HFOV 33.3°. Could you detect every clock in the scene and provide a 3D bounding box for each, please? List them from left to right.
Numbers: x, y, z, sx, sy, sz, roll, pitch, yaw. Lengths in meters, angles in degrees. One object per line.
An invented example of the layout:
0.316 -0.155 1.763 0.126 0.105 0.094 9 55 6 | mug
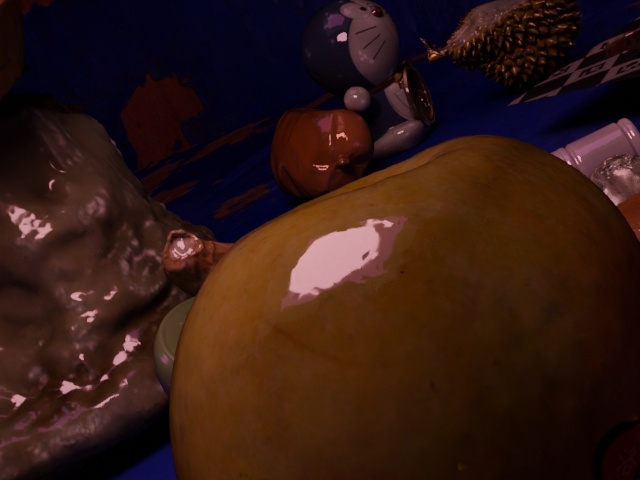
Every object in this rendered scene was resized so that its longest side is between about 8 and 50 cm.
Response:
0.069 -0.245 1.600 0.147 0.243 0.199 -22 15 29 | clock

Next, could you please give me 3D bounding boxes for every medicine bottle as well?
0.241 -0.065 0.943 0.089 0.057 0.057 -26 13 4 | medicine bottle

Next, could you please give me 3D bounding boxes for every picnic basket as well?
0.231 -0.024 0.800 0.065 0.083 0.083 -30 -27 16 | picnic basket

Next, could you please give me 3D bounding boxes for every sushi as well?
0.400 -0.207 1.189 0.294 0.059 0.292 -33 14 -28 | sushi

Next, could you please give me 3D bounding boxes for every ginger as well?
0.000 0.000 0.947 0.295 0.086 0.131 -12 -23 -30 | ginger

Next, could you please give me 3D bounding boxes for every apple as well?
0.043 0.064 0.513 0.261 0.193 0.261 -24 6 3 | apple

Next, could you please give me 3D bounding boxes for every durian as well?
0.278 -0.285 1.573 0.237 0.137 0.193 -24 16 1 | durian

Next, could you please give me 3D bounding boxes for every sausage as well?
-0.003 -0.127 1.533 0.120 0.136 0.241 2 2 -17 | sausage

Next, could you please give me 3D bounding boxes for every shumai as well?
-0.269 0.030 1.002 0.324 0.323 0.397 -20 16 19 | shumai

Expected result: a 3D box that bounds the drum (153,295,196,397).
-0.032 0.062 0.901 0.130 0.049 0.253 26 41 31 | drum

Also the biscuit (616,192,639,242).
0.277 -0.014 0.693 0.170 0.050 0.170 -16 12 3 | biscuit

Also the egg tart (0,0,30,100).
-0.340 -0.147 0.889 0.288 0.118 0.288 -25 26 13 | egg tart
